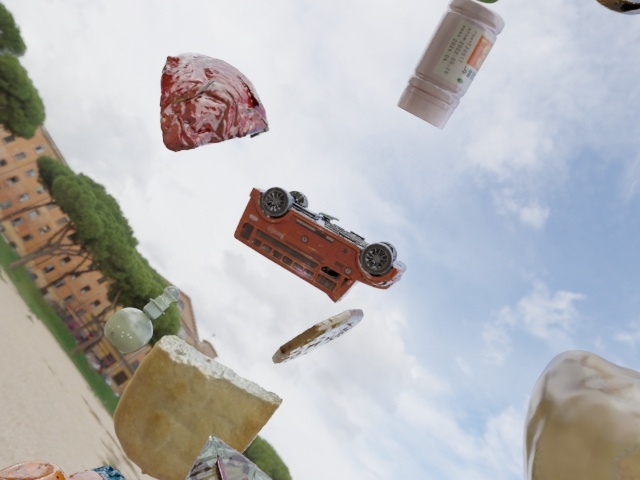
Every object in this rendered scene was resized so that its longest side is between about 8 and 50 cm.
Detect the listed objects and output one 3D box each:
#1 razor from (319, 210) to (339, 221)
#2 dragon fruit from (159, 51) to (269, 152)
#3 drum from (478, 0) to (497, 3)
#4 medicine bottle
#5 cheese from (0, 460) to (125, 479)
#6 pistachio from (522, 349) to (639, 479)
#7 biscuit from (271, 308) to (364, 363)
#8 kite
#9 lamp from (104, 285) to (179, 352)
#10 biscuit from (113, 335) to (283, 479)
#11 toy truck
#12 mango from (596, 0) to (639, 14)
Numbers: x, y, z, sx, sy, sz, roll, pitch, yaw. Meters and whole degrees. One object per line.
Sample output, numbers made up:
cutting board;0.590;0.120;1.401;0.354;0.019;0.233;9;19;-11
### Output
razor;-0.001;0.001;1.406;0.068;0.037;0.191;23;-64;3
dragon fruit;-0.297;-0.309;1.127;0.302;0.330;0.240;22;-47;-1
drum;0.262;-0.444;0.655;0.130;0.049;0.253;37;10;0
medicine bottle;0.281;-0.386;0.960;0.133;0.133;0.249;39;-69;25
cheese;-0.618;0.570;0.977;0.217;0.329;0.129;4;-96;38
pistachio;0.231;0.216;0.290;0.181;0.162;0.292;110;-27;-57
biscuit;-0.004;0.337;1.515;0.046;0.359;0.359;61;-28;17
kite;-0.093;0.345;0.507;0.012;0.229;0.250;-49;-133;24
lamp;-0.361;0.155;0.895;0.091;0.163;0.091;35;-27;21
biscuit;-0.419;0.547;1.344;0.429;0.446;0.104;40;2;-11
toy truck;0.001;0.012;0.662;0.253;0.114;0.107;31;8;11
mango;0.441;-0.442;0.615;0.249;0.151;0.156;32;-12;-31
